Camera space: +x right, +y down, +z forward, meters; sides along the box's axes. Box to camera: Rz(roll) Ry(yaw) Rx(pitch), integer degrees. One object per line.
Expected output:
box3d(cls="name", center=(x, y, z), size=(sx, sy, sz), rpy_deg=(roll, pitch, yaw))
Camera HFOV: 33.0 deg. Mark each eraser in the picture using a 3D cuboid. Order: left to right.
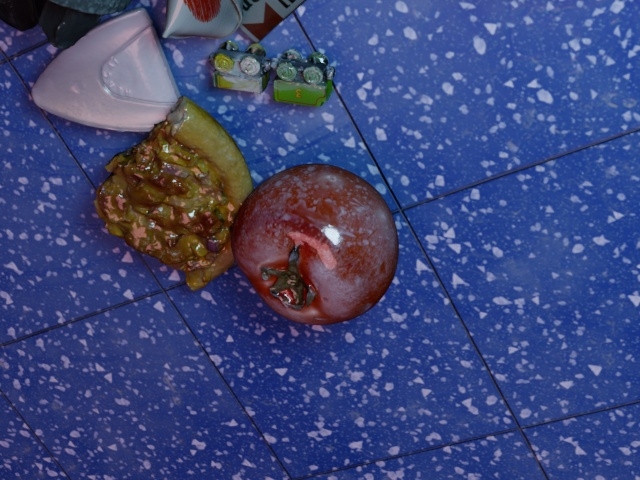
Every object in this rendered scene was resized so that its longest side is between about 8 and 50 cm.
box3d(cls="eraser", center=(-0.355, -0.263, 1.755), size=(0.243, 0.059, 0.204), rpy_deg=(-8, 121, 17))

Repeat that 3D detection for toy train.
box3d(cls="toy train", center=(-0.076, -0.258, 1.678), size=(0.202, 0.060, 0.081), rpy_deg=(9, 130, 12))

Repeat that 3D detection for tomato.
box3d(cls="tomato", center=(0.000, 0.000, 1.725), size=(0.270, 0.227, 0.270), rpy_deg=(22, 141, 19))

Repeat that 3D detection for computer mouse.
box3d(cls="computer mouse", center=(-0.491, -0.415, 1.693), size=(0.105, 0.062, 0.192), rpy_deg=(5, 125, 12))

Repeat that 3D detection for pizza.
box3d(cls="pizza", center=(-0.242, -0.070, 1.801), size=(0.277, 0.114, 0.409), rpy_deg=(8, 133, -4))

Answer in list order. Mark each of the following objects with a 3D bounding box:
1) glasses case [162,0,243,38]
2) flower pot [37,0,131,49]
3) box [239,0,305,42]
box3d(cls="glasses case", center=(-0.152, -0.420, 1.522), size=(0.083, 0.128, 0.308), rpy_deg=(22, 118, 23))
box3d(cls="flower pot", center=(-0.346, -0.444, 1.512), size=(0.299, 0.299, 0.283), rpy_deg=(36, 116, -9))
box3d(cls="box", center=(-0.071, -0.389, 1.605), size=(0.115, 0.036, 0.177), rpy_deg=(44, 123, -15))
